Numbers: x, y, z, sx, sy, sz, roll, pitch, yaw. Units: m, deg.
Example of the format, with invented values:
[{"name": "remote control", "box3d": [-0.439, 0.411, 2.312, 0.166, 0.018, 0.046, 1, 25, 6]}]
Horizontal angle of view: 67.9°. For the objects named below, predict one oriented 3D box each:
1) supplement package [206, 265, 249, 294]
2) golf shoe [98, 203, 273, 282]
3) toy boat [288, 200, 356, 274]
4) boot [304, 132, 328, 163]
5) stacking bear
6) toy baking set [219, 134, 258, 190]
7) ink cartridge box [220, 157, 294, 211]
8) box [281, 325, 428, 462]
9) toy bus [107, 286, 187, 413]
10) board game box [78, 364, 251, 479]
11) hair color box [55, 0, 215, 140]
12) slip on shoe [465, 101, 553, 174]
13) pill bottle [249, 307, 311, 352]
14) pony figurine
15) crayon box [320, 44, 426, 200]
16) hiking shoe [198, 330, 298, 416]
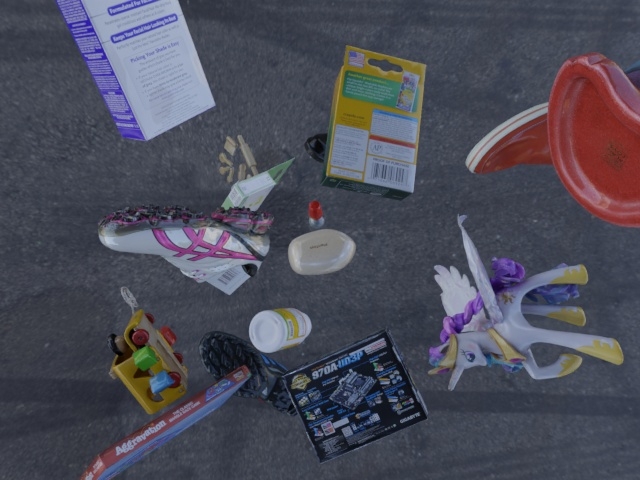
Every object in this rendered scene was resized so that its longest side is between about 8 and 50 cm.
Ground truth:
[{"name": "supplement package", "box3d": [-0.277, 0.051, 1.395, 0.105, 0.179, 0.105, -41, 126, 14]}, {"name": "golf shoe", "box3d": [-0.130, 0.007, 0.491, 0.186, 0.068, 0.085, 1, 104, -40]}, {"name": "toy boat", "box3d": [0.000, 0.000, 1.905, 0.268, 0.148, 0.317, -8, 58, -1]}, {"name": "boot", "box3d": [0.119, -0.439, 1.884, 0.348, 0.260, 0.131, -13, 63, -43]}, {"name": "stacking bear", "box3d": [0.406, -0.146, 0.487, 0.289, 0.164, 0.175, -28, 60, -8]}, {"name": "toy baking set", "box3d": [-0.289, -0.249, 1.715, 0.030, 0.197, 0.256, -18, 76, -42]}, {"name": "ink cartridge box", "box3d": [-0.181, -0.152, 1.449, 0.235, 0.171, 0.056, -29, 82, -36]}, {"name": "box", "box3d": [0.062, 0.285, 0.883, 0.221, 0.051, 0.175, -26, 85, 7]}, {"name": "toy bus", "box3d": [-0.332, 0.218, 0.874, 0.105, 0.191, 0.202, -32, 60, -6]}, {"name": "board game box", "box3d": [-0.252, 0.311, 0.797, 0.027, 0.145, 0.281, 51, 37, 14]}, {"name": "hair color box", "box3d": [-0.355, -0.385, 0.909, 0.185, 0.110, 0.338, -41, 132, -35]}, {"name": "slip on shoe", "box3d": [0.414, -0.171, 0.802, 0.332, 0.123, 0.101, -15, 69, 3]}, {"name": "pill bottle", "box3d": [-0.126, 0.303, 1.636, 0.137, 0.246, 0.136, -2, 84, 23]}, {"name": "pony figurine", "box3d": [0.396, 0.146, 1.039, 0.364, 0.302, 0.350, -5, 54, 3]}, {"name": "crayon box", "box3d": [0.126, -0.271, 1.113, 0.203, 0.083, 0.322, 10, 79, -9]}, {"name": "hiking shoe", "box3d": [-0.165, 0.306, 1.100, 0.304, 0.132, 0.113, 42, 74, -22]}]
